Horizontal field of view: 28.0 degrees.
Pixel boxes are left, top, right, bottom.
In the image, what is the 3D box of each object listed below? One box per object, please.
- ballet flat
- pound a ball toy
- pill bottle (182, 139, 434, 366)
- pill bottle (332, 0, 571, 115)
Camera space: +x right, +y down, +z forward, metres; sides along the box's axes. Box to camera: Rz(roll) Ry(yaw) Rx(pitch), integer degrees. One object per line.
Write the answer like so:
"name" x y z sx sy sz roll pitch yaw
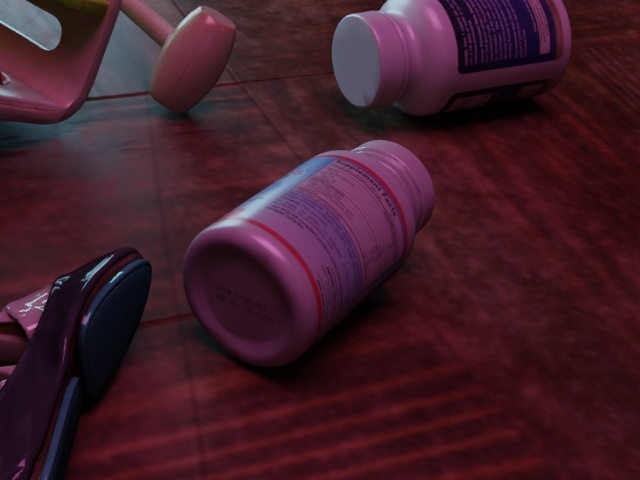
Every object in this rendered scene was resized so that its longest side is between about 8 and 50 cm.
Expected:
"ballet flat" -0.141 0.065 0.639 0.074 0.074 0.203 12 37 2
"pound a ball toy" -0.247 -0.166 0.913 0.319 0.136 0.208 31 15 27
"pill bottle" 0.000 0.000 0.749 0.087 0.087 0.160 27 38 22
"pill bottle" 0.098 -0.146 0.972 0.169 0.094 0.094 -12 41 -29
